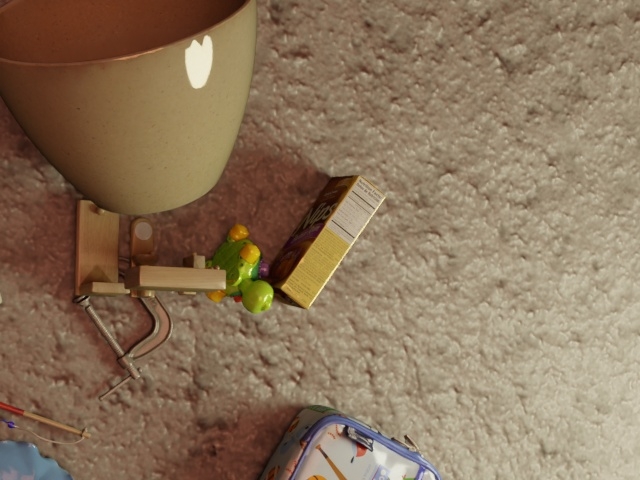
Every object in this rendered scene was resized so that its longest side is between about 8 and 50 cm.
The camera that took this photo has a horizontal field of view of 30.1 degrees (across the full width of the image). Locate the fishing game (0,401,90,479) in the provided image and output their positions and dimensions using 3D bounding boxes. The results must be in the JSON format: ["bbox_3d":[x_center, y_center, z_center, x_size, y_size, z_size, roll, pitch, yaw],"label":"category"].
[{"bbox_3d":[-0.392,0.344,1.494,0.189,0.041,0.264,21,69,-12],"label":"fishing game"}]

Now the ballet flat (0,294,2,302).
[{"bbox_3d":[-0.439,0.090,1.488,0.067,0.073,0.206,16,88,-45],"label":"ballet flat"}]

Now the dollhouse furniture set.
[{"bbox_3d":[-0.215,0.004,1.497,0.144,0.151,0.123,4,81,-30],"label":"dollhouse furniture set"}]

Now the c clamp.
[{"bbox_3d":[-0.267,0.108,1.556,0.137,0.022,0.161,-30,98,-16],"label":"c clamp"}]

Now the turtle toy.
[{"bbox_3d":[-0.103,0.046,1.563,0.066,0.130,0.095,33,105,-37],"label":"turtle toy"}]

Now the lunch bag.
[{"bbox_3d":[0.024,0.385,1.608,0.243,0.115,0.303,33,82,-18],"label":"lunch bag"}]

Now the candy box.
[{"bbox_3d":[0.000,0.000,1.597,0.053,0.109,0.187,39,79,-16],"label":"candy box"}]

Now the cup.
[{"bbox_3d":[-0.223,-0.173,1.445,0.331,0.331,0.237,-20,123,-17],"label":"cup"}]
